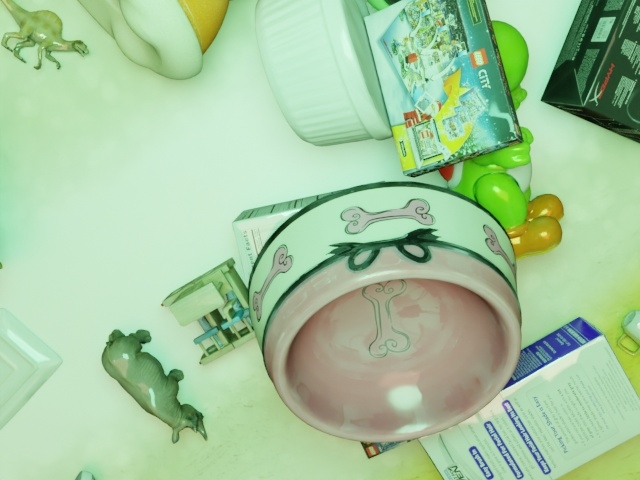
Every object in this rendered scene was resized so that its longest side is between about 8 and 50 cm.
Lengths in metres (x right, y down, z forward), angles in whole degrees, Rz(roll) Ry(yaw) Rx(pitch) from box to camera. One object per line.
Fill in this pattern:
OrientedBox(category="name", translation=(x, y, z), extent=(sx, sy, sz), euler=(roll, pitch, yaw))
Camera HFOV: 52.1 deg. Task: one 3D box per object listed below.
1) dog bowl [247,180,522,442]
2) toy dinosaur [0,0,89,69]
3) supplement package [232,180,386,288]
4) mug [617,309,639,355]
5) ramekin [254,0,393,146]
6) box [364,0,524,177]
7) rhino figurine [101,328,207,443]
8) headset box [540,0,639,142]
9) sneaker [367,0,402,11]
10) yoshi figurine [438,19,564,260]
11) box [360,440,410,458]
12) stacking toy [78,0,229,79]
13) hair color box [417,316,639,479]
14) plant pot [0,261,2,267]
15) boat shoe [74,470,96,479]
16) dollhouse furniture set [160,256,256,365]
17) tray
OrientedBox(category="dog bowl", translation=(0.099, 0.126, 0.931), extent=(0.407, 0.150, 0.408), euler=(-3, 127, -3))
OrientedBox(category="toy dinosaur", translation=(-0.456, -0.330, 1.033), extent=(0.183, 0.053, 0.093), euler=(35, 83, -12))
OrientedBox(category="supplement package", translation=(0.000, 0.000, 1.030), extent=(0.244, 0.134, 0.139), euler=(-11, 100, 3))
OrientedBox(category="mug", translation=(0.534, 0.154, 1.086), extent=(0.064, 0.062, 0.078), euler=(34, 92, 3))
OrientedBox(category="ramekin", translation=(0.009, -0.259, 0.928), extent=(0.127, 0.273, 0.273), euler=(-15, 100, 17))
OrientedBox(category="box", translation=(0.163, -0.219, 0.883), extent=(0.159, 0.044, 0.233), euler=(-16, 83, 27))
OrientedBox(category="rhino figurine", translation=(-0.272, 0.248, 1.093), extent=(0.073, 0.106, 0.243), euler=(-39, 97, 8))
OrientedBox(category="headset box", translation=(0.506, -0.253, 0.959), extent=(0.293, 0.110, 0.218), euler=(16, 101, -19))
OrientedBox(category="sneaker", translation=(0.271, -0.475, 0.893), extent=(0.482, 0.202, 0.185), euler=(-37, 91, -1))
OrientedBox(category="yoshi figurine", translation=(0.269, -0.168, 0.971), extent=(0.203, 0.203, 0.362), euler=(-35, 101, -20))
OrientedBox(category="box", translation=(0.097, 0.299, 1.135), extent=(0.093, 0.027, 0.137), euler=(-24, 98, 4))
OrientedBox(category="stacking toy", translation=(-0.151, -0.495, 0.908), extent=(0.350, 0.350, 0.480), euler=(46, 79, -6))
OrientedBox(category="hair color box", translation=(0.344, 0.297, 1.090), extent=(0.338, 0.110, 0.185), euler=(-31, 99, 4))
OrientedBox(category="plant pot", translation=(-0.671, -0.119, 0.942), extent=(0.366, 0.366, 0.353), euler=(-5, 88, 2))
OrientedBox(category="boat shoe", translation=(-0.427, 0.516, 1.163), extent=(0.076, 0.080, 0.229), euler=(18, 97, -20))
OrientedBox(category="dollhouse furniture set", translation=(-0.175, 0.128, 1.031), extent=(0.129, 0.184, 0.129), euler=(-30, 98, 6))
OrientedBox(category="tray", translation=(-0.591, 0.258, 1.141), extent=(0.145, 0.030, 0.270), euler=(44, 98, -5))
